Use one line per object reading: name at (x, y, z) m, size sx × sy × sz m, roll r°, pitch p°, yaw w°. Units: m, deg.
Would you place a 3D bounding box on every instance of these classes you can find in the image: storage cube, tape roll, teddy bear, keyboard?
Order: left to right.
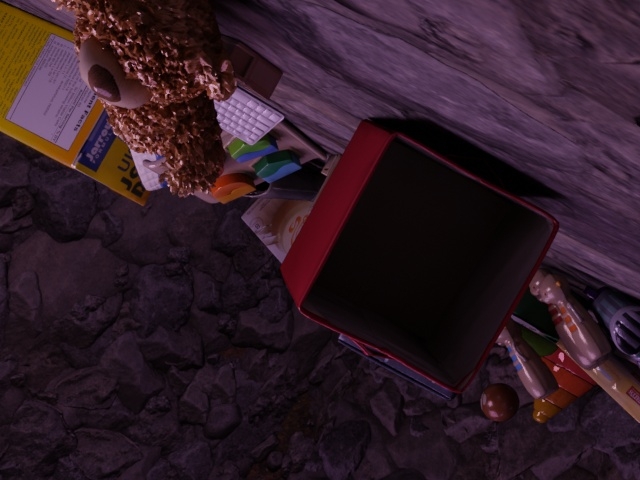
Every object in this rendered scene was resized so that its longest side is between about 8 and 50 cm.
teddy bear at (-0.175, -0.156, 1.165) m, size 0.338 × 0.113 × 0.245 m, roll 35°, pitch 144°, yaw 64°
keyboard at (-0.166, -0.198, 1.605) m, size 0.256 × 0.014 × 0.072 m, roll 29°, pitch 139°, yaw -29°
storage cube at (0.090, 0.006, 1.251) m, size 0.184 × 0.215 × 0.193 m, roll 28°, pitch -176°, yaw -11°
tape roll at (0.271, 0.065, 2.052) m, size 0.321 × 0.077 × 0.321 m, roll 27°, pitch 177°, yaw 1°

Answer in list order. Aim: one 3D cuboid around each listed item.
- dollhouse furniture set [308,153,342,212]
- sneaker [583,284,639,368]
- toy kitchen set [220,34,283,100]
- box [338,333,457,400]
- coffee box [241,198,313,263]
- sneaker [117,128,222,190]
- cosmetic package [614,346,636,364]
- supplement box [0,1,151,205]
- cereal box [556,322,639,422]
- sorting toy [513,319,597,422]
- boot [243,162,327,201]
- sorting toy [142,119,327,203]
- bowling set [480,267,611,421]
dollhouse furniture set at (0.074, -0.037, 1.754) m, size 0.161 × 0.101 × 0.182 m, roll 28°, pitch 178°, yaw -10°
sneaker at (0.430, 0.123, 1.696) m, size 0.224 × 0.083 × 0.098 m, roll 40°, pitch -174°, yaw -45°
toy kitchen set at (-0.102, -0.168, 1.305) m, size 0.083 × 0.068 × 0.075 m, roll 26°, pitch 177°, yaw 42°
box at (0.158, 0.083, 1.807) m, size 0.183 × 0.232 × 0.059 m, roll 28°, pitch 180°, yaw 14°
coffee box at (0.000, 0.000, 2.167) m, size 0.246 × 0.141 × 0.098 m, roll 46°, pitch -173°, yaw 32°
sneaker at (-0.209, -0.186, 1.761) m, size 0.147 × 0.129 × 0.330 m, roll -13°, pitch 158°, yaw 1°
cosmetic package at (0.490, 0.163, 1.855) m, size 0.041 × 0.060 × 0.115 m, roll 29°, pitch 179°, yaw -36°
supplement box at (-0.418, -0.230, 2.104) m, size 0.357 × 0.194 × 0.195 m, roll 27°, pitch 177°, yaw 33°
cereal box at (0.469, 0.199, 1.976) m, size 0.173 × 0.047 × 0.240 m, roll 45°, pitch -165°, yaw 19°
sorting toy at (0.296, 0.190, 1.969) m, size 0.366 × 0.126 × 0.127 m, roll 29°, pitch 180°, yaw -40°
boot at (-0.083, -0.095, 2.003) m, size 0.190 × 0.076 × 0.208 m, roll 9°, pitch -170°, yaw 40°
sorting toy at (-0.115, -0.107, 1.782) m, size 0.208 × 0.038 × 0.193 m, roll -19°, pitch 160°, yaw 17°
bowling set at (0.281, 0.140, 1.756) m, size 0.154 × 0.200 × 0.287 m, roll 58°, pitch -178°, yaw 14°
